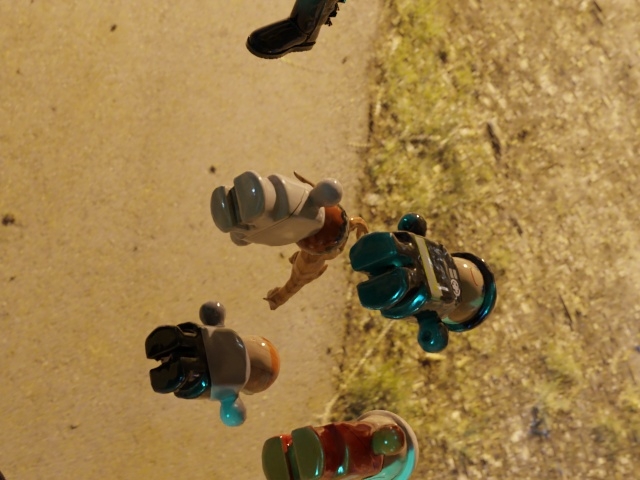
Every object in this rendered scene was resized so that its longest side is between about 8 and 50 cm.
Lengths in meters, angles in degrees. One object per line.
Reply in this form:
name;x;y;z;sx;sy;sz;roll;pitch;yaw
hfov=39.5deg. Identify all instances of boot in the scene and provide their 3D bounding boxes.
boot;-0.030;-0.278;1.109;0.121;0.099;0.045;-19;65;-41

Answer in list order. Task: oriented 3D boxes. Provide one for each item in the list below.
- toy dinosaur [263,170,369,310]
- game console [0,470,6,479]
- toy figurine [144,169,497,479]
toy dinosaur;0.000;0.000;0.919;0.064;0.211;0.112;36;44;15
game console;-0.205;0.062;0.426;0.085;0.144;0.124;41;42;-39
toy figurine;0.000;0.064;0.660;0.148;0.210;0.213;14;99;-55
